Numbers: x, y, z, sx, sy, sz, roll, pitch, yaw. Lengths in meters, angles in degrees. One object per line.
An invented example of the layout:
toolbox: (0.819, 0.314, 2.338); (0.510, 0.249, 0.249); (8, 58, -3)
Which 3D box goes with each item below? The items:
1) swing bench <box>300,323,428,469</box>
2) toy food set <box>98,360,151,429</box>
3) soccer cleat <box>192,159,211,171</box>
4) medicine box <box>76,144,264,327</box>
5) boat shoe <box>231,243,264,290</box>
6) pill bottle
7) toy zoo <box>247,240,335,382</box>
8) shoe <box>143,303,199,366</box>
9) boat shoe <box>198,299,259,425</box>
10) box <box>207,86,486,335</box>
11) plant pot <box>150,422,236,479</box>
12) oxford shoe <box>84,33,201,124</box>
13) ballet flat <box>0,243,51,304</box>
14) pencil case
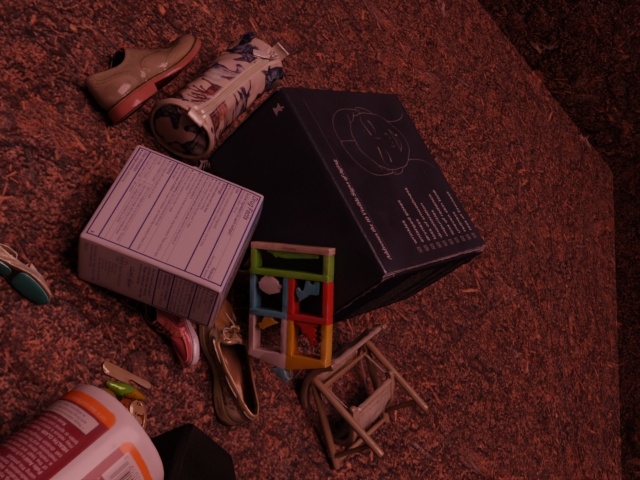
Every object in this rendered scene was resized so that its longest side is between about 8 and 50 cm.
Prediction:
swing bench: (0.096, 0.376, 1.870); (0.253, 0.165, 0.255); (-26, 87, -50)
toy food set: (-0.381, 0.333, 1.441); (0.132, 0.038, 0.192); (34, 49, -34)
soccer cleat: (-0.276, -0.181, 1.815); (0.036, 0.029, 0.083); (58, 44, -18)
medicine box: (-0.295, -0.010, 1.523); (0.289, 0.149, 0.264); (22, 50, -3)
boat shoe: (-0.180, 0.050, 1.753); (0.307, 0.104, 0.111); (5, 69, -48)
pill bottle: (-0.452, 0.420, 1.149); (0.392, 0.224, 0.224); (-39, 102, -38)
toy zoo: (-0.064, 0.154, 1.603); (0.030, 0.192, 0.293); (-10, 103, -62)
shoe: (-0.314, 0.180, 1.577); (0.081, 0.063, 0.178); (-3, 69, -48)
boat shoe: (-0.190, 0.254, 1.655); (0.104, 0.089, 0.285); (-2, 74, -49)
box: (0.072, -0.086, 1.809); (0.471, 0.297, 0.480); (-9, 67, -54)
plant pot: (-0.262, 0.454, 1.410); (0.187, 0.188, 0.167); (48, 30, -28)
oxford shoe: (-0.391, -0.404, 1.722); (0.130, 0.123, 0.348); (48, 42, -14)
ballet flat: (-0.549, 0.049, 1.377); (0.168, 0.057, 0.052); (44, 35, -26)
pencil case: (-0.238, -0.348, 1.816); (0.160, 0.183, 0.410); (44, 44, -8)
